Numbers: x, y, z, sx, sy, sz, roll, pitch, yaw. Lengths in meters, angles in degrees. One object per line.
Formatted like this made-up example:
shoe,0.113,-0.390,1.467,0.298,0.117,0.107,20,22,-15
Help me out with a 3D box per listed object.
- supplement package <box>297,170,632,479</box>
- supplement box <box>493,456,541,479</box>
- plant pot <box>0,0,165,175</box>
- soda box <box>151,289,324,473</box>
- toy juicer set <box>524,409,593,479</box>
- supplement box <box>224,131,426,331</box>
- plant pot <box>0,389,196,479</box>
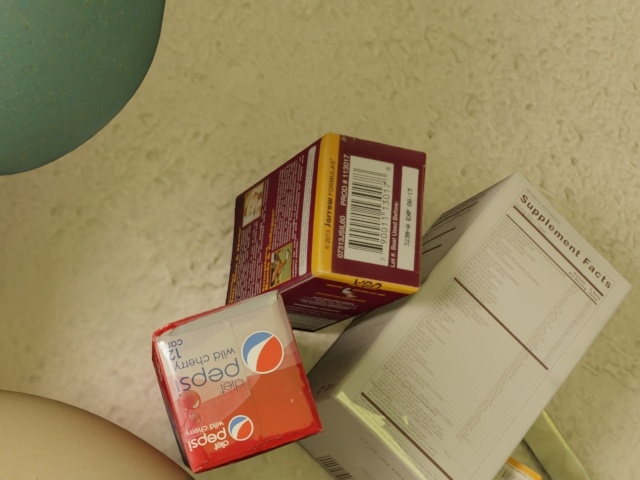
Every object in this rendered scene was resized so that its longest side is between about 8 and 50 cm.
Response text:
supplement package,0.104,0.087,1.088,0.139,0.134,0.244,45,65,-6
supplement box,0.123,0.216,1.042,0.036,0.062,0.098,32,63,19
plant pot,-0.190,-0.146,0.717,0.290,0.290,0.195,-59,137,-23
soda box,-0.063,0.101,0.937,0.083,0.263,0.092,-17,84,-8
toy juicer set,0.182,0.304,1.094,0.209,0.089,0.329,37,66,-11
supplement box,0.000,0.000,1.034,0.080,0.188,0.104,11,73,-21
plant pot,-0.211,0.203,0.877,0.284,0.284,0.191,-22,51,-26
